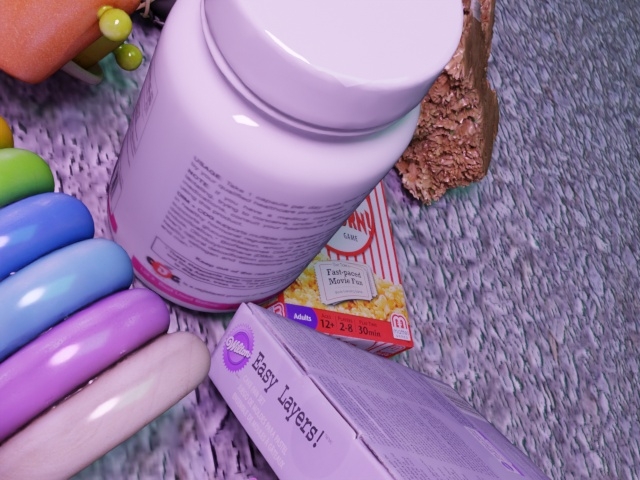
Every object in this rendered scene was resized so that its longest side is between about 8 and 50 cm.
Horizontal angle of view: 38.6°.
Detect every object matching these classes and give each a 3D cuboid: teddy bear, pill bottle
[{"bbox_3d":[0.096,-0.192,0.871,0.338,0.113,0.245,52,49,-61],"label":"teddy bear"},{"bbox_3d":[-0.035,-0.074,0.582,0.160,0.283,0.160,10,62,-19],"label":"pill bottle"}]

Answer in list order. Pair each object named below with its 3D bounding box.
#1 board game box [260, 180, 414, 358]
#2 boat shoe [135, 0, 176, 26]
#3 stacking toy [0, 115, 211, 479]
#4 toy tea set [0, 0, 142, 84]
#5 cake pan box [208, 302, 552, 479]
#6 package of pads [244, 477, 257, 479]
[{"bbox_3d":[0.000,0.000,0.785,0.146,0.045,0.193,13,58,-42],"label":"board game box"},{"bbox_3d":[-0.153,-0.220,0.736,0.228,0.081,0.069,37,47,-16],"label":"boat shoe"},{"bbox_3d":[-0.208,-0.022,0.522,0.330,0.141,0.141,55,39,1],"label":"stacking toy"},{"bbox_3d":[-0.228,-0.241,0.577,0.336,0.124,0.200,44,9,-17],"label":"toy tea set"},{"bbox_3d":[0.070,0.159,0.630,0.245,0.070,0.267,28,10,-41],"label":"cake pan box"},{"bbox_3d":[-0.052,0.208,0.615,0.050,0.032,0.083,-11,76,-50],"label":"package of pads"}]
